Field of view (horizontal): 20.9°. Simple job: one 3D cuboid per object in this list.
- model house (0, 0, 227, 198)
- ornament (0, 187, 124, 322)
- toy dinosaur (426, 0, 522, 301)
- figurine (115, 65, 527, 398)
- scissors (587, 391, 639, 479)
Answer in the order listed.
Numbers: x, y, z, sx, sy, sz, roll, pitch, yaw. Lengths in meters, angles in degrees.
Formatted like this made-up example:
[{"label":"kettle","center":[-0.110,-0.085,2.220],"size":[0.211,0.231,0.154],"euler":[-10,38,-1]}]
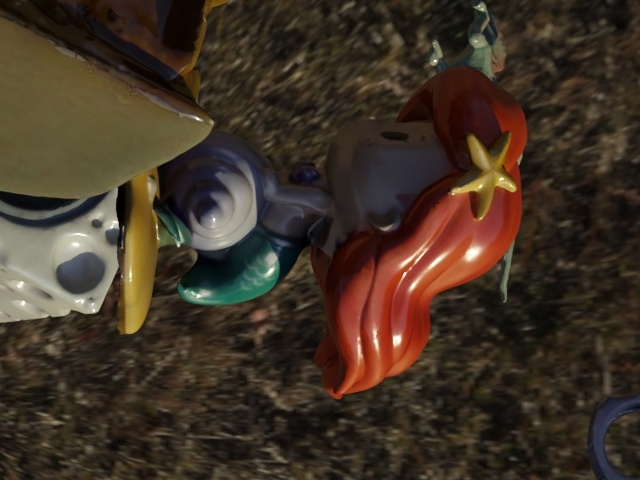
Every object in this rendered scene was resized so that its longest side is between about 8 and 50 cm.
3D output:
[{"label":"model house","center":[-0.163,-0.156,0.925],"size":[0.219,0.199,0.229],"euler":[36,54,-29]},{"label":"ornament","center":[-0.298,-0.086,1.527],"size":[0.240,0.240,0.239],"euler":[32,68,-28]},{"label":"toy dinosaur","center":[0.136,-0.074,1.385],"size":[0.053,0.167,0.242],"euler":[-18,86,24]},{"label":"figurine","center":[0.000,-0.005,1.109],"size":[0.257,0.181,0.208],"euler":[1,71,-4]},{"label":"scissors","center":[0.162,0.172,0.916],"size":[0.100,0.015,0.189],"euler":[25,98,22]}]
